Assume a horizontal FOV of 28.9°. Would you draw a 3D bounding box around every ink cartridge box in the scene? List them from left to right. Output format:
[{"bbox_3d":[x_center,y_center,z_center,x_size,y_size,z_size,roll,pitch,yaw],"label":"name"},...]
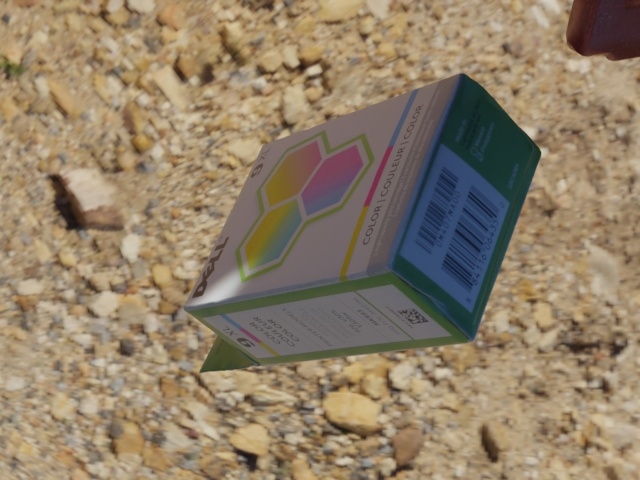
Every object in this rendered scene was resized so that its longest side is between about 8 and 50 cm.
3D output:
[{"bbox_3d":[0.000,0.000,0.622,0.062,0.209,0.109,40,58,-27],"label":"ink cartridge box"}]

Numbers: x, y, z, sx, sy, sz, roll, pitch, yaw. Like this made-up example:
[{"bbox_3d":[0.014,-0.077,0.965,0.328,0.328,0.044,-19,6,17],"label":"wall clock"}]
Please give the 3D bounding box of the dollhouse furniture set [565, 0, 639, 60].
[{"bbox_3d":[0.232,-0.222,0.535,0.374,0.152,0.201,-13,51,-20],"label":"dollhouse furniture set"}]
